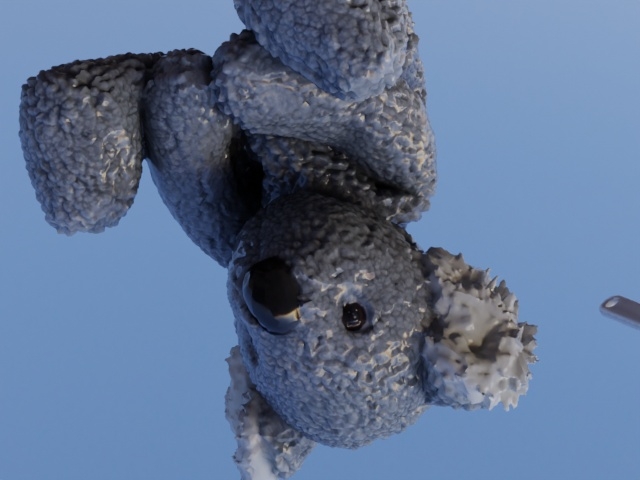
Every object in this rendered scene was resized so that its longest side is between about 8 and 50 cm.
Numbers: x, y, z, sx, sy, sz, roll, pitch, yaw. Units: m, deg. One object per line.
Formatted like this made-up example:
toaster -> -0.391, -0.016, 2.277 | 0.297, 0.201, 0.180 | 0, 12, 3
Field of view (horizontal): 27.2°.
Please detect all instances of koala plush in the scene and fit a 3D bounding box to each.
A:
koala plush -> 0.000, 0.000, 0.651 | 0.196, 0.221, 0.203 | -25, 168, 20

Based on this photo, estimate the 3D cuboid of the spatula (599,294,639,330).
spatula -> 0.258, 0.024, 0.709 | 0.168, 0.019, 0.242 | -37, -165, -6
